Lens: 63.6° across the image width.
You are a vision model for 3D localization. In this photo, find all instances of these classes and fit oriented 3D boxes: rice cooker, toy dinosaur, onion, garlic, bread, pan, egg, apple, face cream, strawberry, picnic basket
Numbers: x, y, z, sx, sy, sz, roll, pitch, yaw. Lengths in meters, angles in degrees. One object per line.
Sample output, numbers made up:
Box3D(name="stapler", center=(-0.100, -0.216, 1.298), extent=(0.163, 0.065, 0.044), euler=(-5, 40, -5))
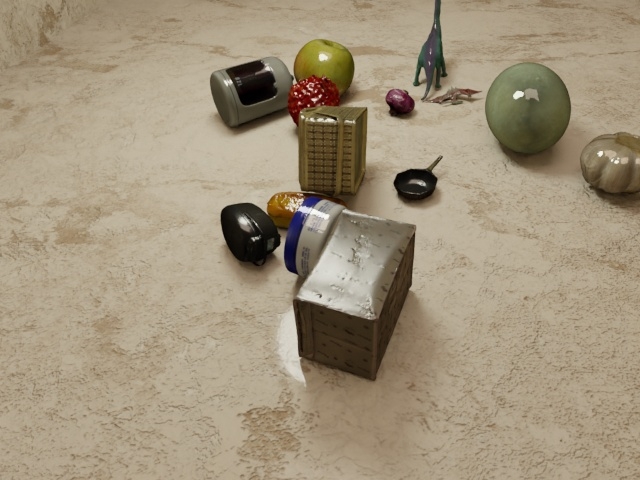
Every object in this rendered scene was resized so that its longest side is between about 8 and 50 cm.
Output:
Box3D(name="rice cooker", center=(-0.196, -0.022, 1.406), extent=(0.118, 0.142, 0.203), euler=(-21, 46, -33))
Box3D(name="toy dinosaur", center=(0.433, -0.784, 2.018), extent=(0.129, 0.331, 0.384), euler=(7, 42, 17))
Box3D(name="onion", center=(0.293, -0.511, 1.920), extent=(0.104, 0.115, 0.115), euler=(-55, 47, 13))
Box3D(name="garlic", center=(0.858, -0.216, 1.480), extent=(0.227, 0.152, 0.228), euler=(-2, 34, 2))
Box3D(name="bread", center=(-0.038, -0.078, 1.484), extent=(0.245, 0.094, 0.102), euler=(10, 50, 16))
Box3D(name="pan", center=(0.322, -0.180, 1.580), extent=(0.201, 0.048, 0.128), euler=(-22, 46, -14))
Box3D(name="egg", center=(0.662, -0.427, 1.658), extent=(0.258, 0.259, 0.352), euler=(-1, 48, 6))
Box3D(name="apple", center=(0.015, -0.677, 2.029), extent=(0.260, 0.194, 0.261), euler=(15, 33, -10))
Box3D(name="toy dinosaur", center=(0.509, -0.556, 1.983), extent=(0.220, 0.032, 0.108), euler=(-9, 45, 11))
Box3D(name="face cream", center=(0.000, 0.000, 1.308), extent=(0.111, 0.206, 0.206), euler=(18, 47, 17))
Box3D(name="strawberry", center=(-0.009, -0.445, 1.815), extent=(0.205, 0.205, 0.245), euler=(-11, 60, -5))
Box3D(name="picnic basket", center=(0.035, -0.275, 1.527), extent=(0.175, 0.228, 0.313), euler=(4, 22, 10))

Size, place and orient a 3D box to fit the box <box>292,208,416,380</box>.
Box3D(name="box", center=(0.085, 0.113, 1.160), extent=(0.190, 0.225, 0.297), euler=(13, 46, 17))

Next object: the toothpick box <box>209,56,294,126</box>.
Box3D(name="toothpick box", center=(-0.243, -0.574, 1.976), extent=(0.316, 0.229, 0.229), euler=(-24, 45, -21))
